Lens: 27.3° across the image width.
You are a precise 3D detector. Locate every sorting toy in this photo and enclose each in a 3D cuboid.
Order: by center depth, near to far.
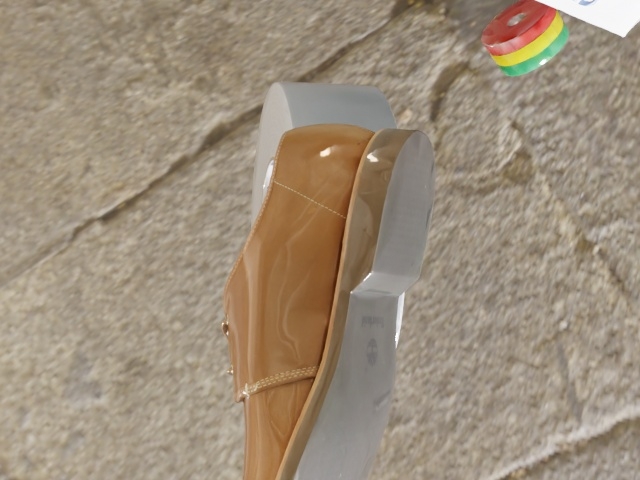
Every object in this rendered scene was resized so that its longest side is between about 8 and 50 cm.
[{"bbox_3d":[0.196,-0.211,0.783,0.132,0.274,0.046,-7,130,48],"label":"sorting toy"}]

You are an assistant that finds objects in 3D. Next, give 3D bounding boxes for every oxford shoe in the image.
[{"bbox_3d":[-0.011,0.053,0.564,0.076,0.076,0.212,11,82,24],"label":"oxford shoe"}]

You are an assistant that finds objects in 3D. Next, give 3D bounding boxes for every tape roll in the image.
[{"bbox_3d":[0.000,0.000,0.919,0.072,0.219,0.219,0,110,-10],"label":"tape roll"}]

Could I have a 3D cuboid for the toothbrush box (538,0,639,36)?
[{"bbox_3d":[0.064,-0.266,0.661,0.295,0.216,0.126,18,147,-14],"label":"toothbrush box"}]
